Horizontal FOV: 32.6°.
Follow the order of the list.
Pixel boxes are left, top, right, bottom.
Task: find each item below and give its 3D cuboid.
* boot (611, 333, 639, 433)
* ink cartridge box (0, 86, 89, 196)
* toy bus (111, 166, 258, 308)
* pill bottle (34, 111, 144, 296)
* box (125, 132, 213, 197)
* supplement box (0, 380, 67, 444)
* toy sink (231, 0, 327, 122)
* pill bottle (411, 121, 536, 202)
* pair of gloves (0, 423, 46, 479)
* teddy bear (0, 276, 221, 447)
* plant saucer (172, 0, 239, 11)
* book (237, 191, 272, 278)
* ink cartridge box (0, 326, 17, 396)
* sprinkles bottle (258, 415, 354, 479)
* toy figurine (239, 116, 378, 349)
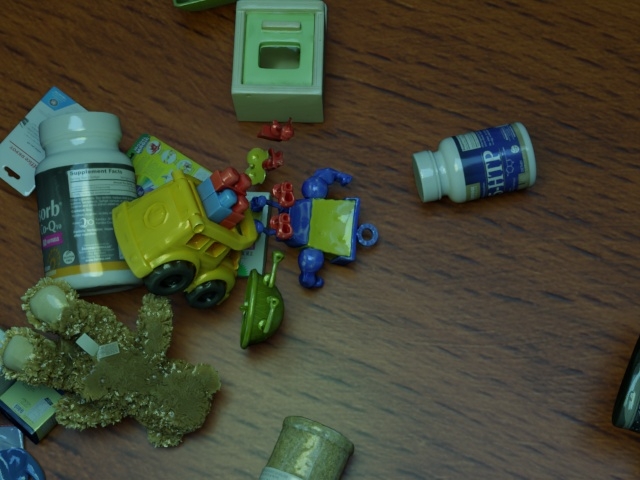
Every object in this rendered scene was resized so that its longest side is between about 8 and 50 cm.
[{"bbox_3d":[0.544,0.193,1.587,0.178,0.085,0.236,23,82,8],"label":"boot"},{"bbox_3d":[-0.470,-0.159,1.866,0.104,0.060,0.180,37,77,11],"label":"ink cartridge box"},{"bbox_3d":[-0.174,-0.019,1.678,0.211,0.220,0.149,-37,57,17],"label":"toy bus"},{"bbox_3d":[-0.372,-0.055,1.757,0.162,0.162,0.278,-8,83,0],"label":"pill bottle"},{"bbox_3d":[-0.259,-0.099,1.839,0.179,0.043,0.105,33,78,19],"label":"box"},{"bbox_3d":[-0.451,0.259,1.728,0.083,0.056,0.083,39,64,12],"label":"supplement box"},{"bbox_3d":[-0.067,-0.333,1.868,0.152,0.131,0.234,2,72,2],"label":"toy sink"},{"bbox_3d":[0.250,-0.122,1.801,0.186,0.112,0.112,-13,73,-1],"label":"pill bottle"},{"bbox_3d":[-0.532,0.368,1.723,0.198,0.023,0.159,-5,71,-4],"label":"pair of gloves"},{"bbox_3d":[-0.324,0.185,1.681,0.338,0.113,0.245,11,90,-20],"label":"teddy bear"},{"bbox_3d":[-0.175,-0.478,1.941,0.188,0.045,0.188,-14,52,-2],"label":"plant saucer"},{"bbox_3d":[-0.135,-0.009,1.825,0.096,0.035,0.144,3,74,7],"label":"book"},{"bbox_3d":[-0.558,0.178,1.729,0.176,0.127,0.128,34,77,11],"label":"ink cartridge box"},{"bbox_3d":[-0.067,0.442,1.619,0.121,0.121,0.355,21,71,8],"label":"sprinkles bottle"},{"bbox_3d":[0.000,0.000,1.739,0.217,0.191,0.363,10,76,-22],"label":"toy figurine"}]
